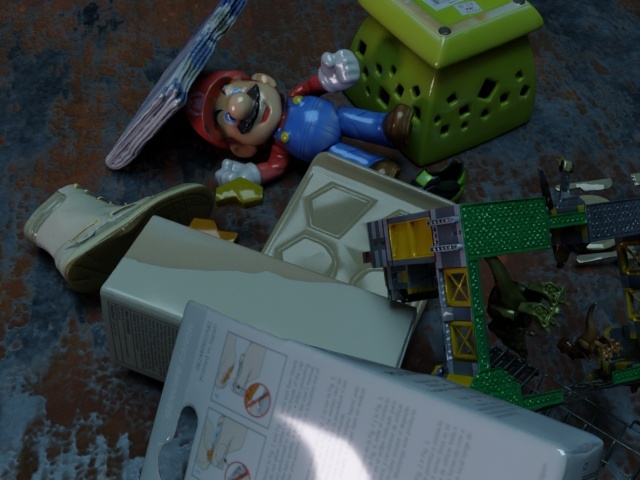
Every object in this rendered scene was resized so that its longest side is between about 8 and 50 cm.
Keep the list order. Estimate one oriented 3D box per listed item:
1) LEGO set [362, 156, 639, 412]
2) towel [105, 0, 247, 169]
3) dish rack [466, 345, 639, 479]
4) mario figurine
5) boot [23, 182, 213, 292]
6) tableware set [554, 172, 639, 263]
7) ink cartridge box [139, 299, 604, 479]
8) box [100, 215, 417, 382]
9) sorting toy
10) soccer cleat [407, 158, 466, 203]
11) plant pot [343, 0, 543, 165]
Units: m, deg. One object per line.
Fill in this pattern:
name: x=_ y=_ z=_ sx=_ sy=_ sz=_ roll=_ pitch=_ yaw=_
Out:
LEGO set: x=0.192 y=0.061 z=0.799 sx=0.331 sy=0.192 sz=0.255 roll=-16 pitch=93 yaw=-26
towel: x=-0.210 y=-0.240 z=1.164 sx=0.034 sy=0.209 sz=0.285 roll=37 pitch=46 yaw=-19
dish rack: x=0.226 y=0.224 z=0.804 sx=0.271 sy=0.074 sz=0.208 roll=32 pitch=40 yaw=29
mario figurine: x=-0.042 y=-0.159 z=1.095 sx=0.321 sy=0.170 sz=0.198 roll=15 pitch=52 yaw=9
boot: x=-0.262 y=-0.033 z=1.019 sx=0.213 sy=0.077 sz=0.165 roll=-34 pitch=41 yaw=-25
tableware set: x=0.420 y=-0.026 z=1.073 sx=0.194 sy=0.039 sz=0.128 roll=-7 pitch=61 yaw=1
ink cartridge box: x=0.004 y=0.247 z=0.666 sx=0.385 sy=0.308 sz=0.091 roll=17 pitch=3 yaw=37
box: x=-0.067 y=0.105 z=0.858 sx=0.311 sy=0.148 sz=0.121 roll=20 pitch=49 yaw=7
sorting toy: x=0.000 y=0.000 z=1.000 sx=0.307 sy=0.041 sz=0.229 roll=23 pitch=66 yaw=10
soccer cleat: x=0.125 y=-0.057 z=1.069 sx=0.179 sy=0.072 sz=0.060 roll=-29 pitch=55 yaw=-24
plant pot: x=0.183 y=-0.282 z=1.182 sx=0.228 sy=0.207 sz=0.227 roll=-25 pitch=54 yaw=-20
